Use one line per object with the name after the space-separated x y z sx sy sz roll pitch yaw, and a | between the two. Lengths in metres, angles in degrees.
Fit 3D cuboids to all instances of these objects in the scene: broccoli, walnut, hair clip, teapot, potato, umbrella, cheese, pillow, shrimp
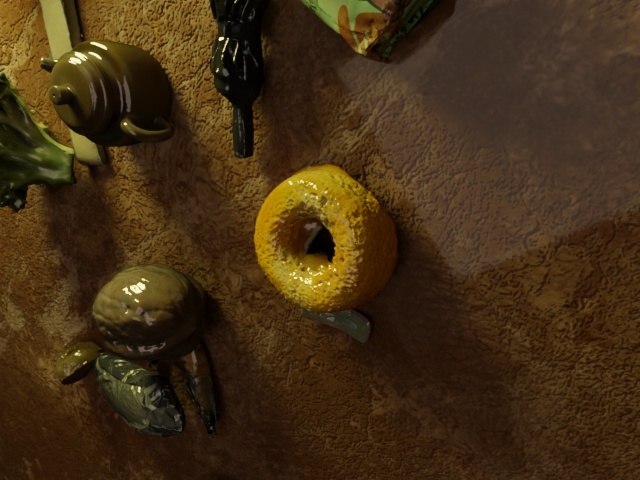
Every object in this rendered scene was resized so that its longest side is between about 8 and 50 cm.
-0.631 -0.199 0.924 0.288 0.245 0.248 151 129 -62 | broccoli
-0.330 0.143 0.877 0.224 0.224 0.224 8 110 24 | walnut
0.028 0.139 0.791 0.137 0.022 0.054 19 115 20 | hair clip
-0.386 -0.253 0.787 0.267 0.175 0.185 36 121 12 | teapot
-0.657 0.318 1.156 0.172 0.100 0.089 -38 82 34 | potato
-0.125 -0.299 0.691 0.118 0.118 0.340 12 117 23 | umbrella
-0.511 -0.355 0.898 0.085 0.034 0.400 5 108 30 | cheese
-0.435 0.356 1.035 0.335 0.092 0.161 6 110 40 | pillow
-0.319 0.325 1.019 0.198 0.051 0.262 -10 100 36 | shrimp

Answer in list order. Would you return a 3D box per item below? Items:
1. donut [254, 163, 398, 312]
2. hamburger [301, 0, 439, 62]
0.001 0.002 0.716 0.253 0.118 0.253 9 104 38 | donut
0.065 -0.369 0.544 0.214 0.125 0.235 45 135 -4 | hamburger
